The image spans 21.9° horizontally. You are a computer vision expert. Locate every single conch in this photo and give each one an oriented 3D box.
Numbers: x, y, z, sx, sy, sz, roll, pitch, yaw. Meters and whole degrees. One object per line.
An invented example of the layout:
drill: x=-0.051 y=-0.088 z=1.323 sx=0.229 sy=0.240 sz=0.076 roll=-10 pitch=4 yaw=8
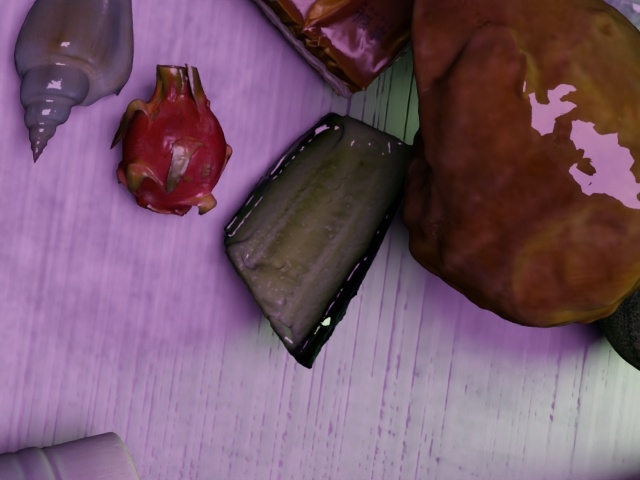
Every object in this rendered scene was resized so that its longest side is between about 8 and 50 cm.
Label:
conch: x=-0.176 y=-0.137 z=1.200 sx=0.088 sy=0.065 sz=0.180 roll=20 pitch=76 yaw=-16

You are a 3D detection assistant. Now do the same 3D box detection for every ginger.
ginger: x=0.163 y=-0.072 z=1.146 sx=0.223 sy=0.200 sz=0.269 roll=10 pitch=108 yaw=11

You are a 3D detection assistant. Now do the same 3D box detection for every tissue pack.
tissue pack: x=0.010 y=-0.246 z=1.247 sx=0.226 sy=0.092 sz=0.183 roll=46 pitch=79 yaw=-12

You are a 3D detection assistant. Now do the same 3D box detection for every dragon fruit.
dragon fruit: x=-0.108 y=-0.074 z=1.214 sx=0.086 sy=0.081 sz=0.116 roll=5 pitch=102 yaw=-39

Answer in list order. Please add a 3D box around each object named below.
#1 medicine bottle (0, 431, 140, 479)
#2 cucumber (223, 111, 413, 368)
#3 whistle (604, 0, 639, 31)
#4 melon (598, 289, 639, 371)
medicine bottle: x=-0.247 y=0.231 z=1.139 sx=0.254 sy=0.152 sz=0.152 roll=-13 pitch=95 yaw=-17
cucumber: x=0.000 y=0.000 z=1.254 sx=0.193 sy=0.115 sz=0.086 roll=-60 pitch=149 yaw=-13
whistle: x=0.267 y=-0.242 z=1.298 sx=0.189 sy=0.189 sz=0.348 roll=34 pitch=70 yaw=-16
melon: x=0.324 y=-0.021 z=1.305 sx=0.182 sy=0.182 sz=0.287 roll=33 pitch=84 yaw=-16
